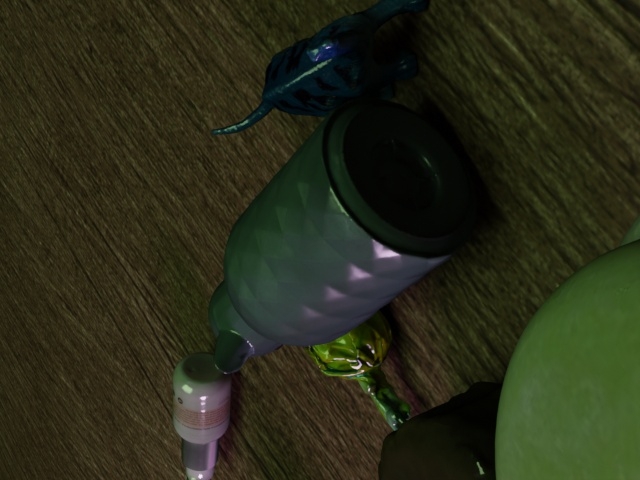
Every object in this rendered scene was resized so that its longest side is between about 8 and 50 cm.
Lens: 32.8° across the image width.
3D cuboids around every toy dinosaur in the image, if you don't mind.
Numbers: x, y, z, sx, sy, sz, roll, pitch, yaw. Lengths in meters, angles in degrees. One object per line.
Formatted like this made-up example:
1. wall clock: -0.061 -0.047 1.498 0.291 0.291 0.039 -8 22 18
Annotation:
1. toy dinosaur: 0.011 -0.138 0.883 0.076 0.144 0.329 68 162 -4

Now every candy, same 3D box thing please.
1. candy: 0.072 0.167 1.018 0.077 0.073 0.262 -34 84 47

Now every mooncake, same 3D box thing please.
1. mooncake: 0.149 0.226 0.870 0.228 0.124 0.228 42 144 42

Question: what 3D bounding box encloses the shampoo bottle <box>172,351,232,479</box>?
1. shampoo bottle: -0.150 0.229 1.378 0.074 0.074 0.192 42 141 38

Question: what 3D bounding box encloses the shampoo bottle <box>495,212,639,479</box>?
1. shampoo bottle: 0.261 0.097 0.450 0.322 0.317 0.322 48 146 49

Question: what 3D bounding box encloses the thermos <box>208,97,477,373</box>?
1. thermos: 0.000 0.000 0.933 0.145 0.182 0.286 36 140 -11
